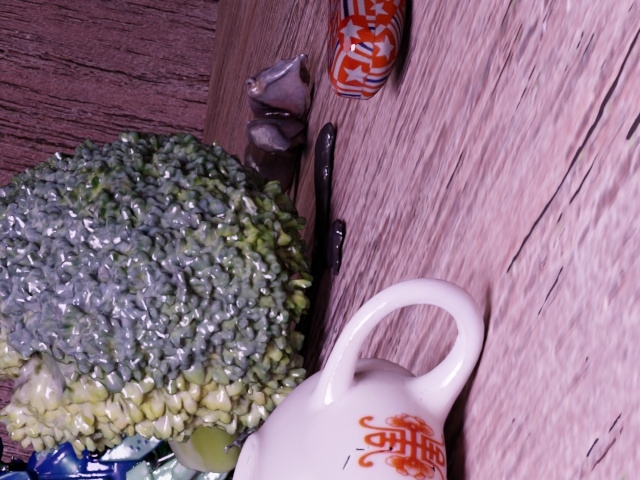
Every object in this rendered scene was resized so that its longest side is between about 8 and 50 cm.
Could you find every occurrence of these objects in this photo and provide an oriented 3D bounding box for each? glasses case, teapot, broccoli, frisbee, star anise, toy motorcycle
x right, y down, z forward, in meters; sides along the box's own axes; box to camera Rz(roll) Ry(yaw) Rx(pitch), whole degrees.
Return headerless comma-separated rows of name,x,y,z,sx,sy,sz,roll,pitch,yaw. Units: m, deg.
glasses case,0.034,-0.175,1.088,0.073,0.049,0.194,106,170,-50
teapot,0.015,0.126,0.756,0.159,0.116,0.245,-73,2,-61
broccoli,-0.169,0.065,1.281,0.375,0.249,0.302,17,114,40
frisbee,0.000,0.000,1.281,0.187,0.012,0.211,157,121,-80
star anise,-0.051,-0.103,1.584,0.208,0.063,0.171,-149,66,-82
toy motorcycle,-0.211,0.230,1.491,0.196,0.331,0.125,57,-176,9
